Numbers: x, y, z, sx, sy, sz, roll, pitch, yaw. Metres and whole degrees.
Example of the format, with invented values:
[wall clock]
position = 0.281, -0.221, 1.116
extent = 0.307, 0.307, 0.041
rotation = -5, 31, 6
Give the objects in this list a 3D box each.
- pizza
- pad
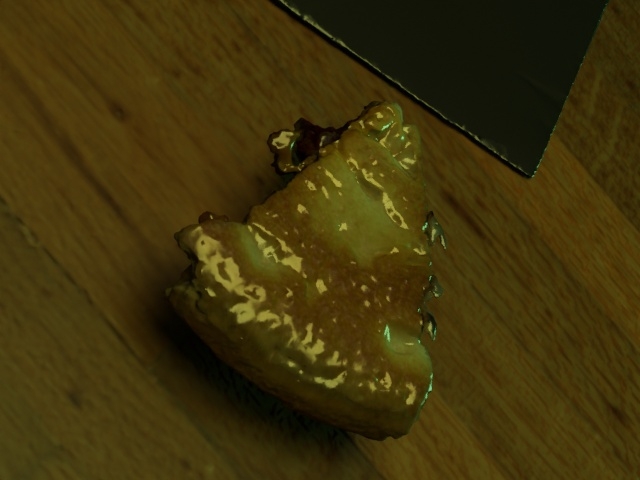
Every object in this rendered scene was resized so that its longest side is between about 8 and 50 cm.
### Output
[pizza]
position = 0.000, 0.001, 0.891
extent = 0.154, 0.069, 0.194
rotation = 32, 52, -13
[pad]
position = 0.103, -0.203, 1.064
extent = 0.202, 0.005, 0.299
rotation = 34, 58, -12
